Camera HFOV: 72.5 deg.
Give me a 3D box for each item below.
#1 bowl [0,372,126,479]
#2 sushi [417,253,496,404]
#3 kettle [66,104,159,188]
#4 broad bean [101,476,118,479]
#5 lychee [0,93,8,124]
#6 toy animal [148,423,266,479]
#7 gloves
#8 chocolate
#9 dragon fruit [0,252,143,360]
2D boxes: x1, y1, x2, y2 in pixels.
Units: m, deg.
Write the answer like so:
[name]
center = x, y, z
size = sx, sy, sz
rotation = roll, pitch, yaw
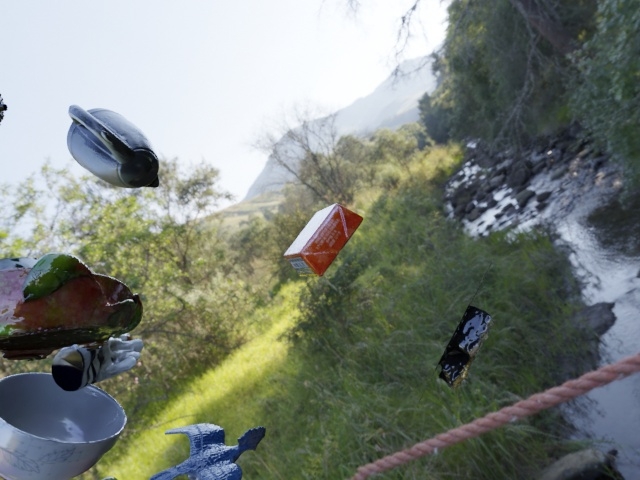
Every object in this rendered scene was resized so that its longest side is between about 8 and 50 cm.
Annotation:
[bowl]
center = -0.598, 0.424, 0.961
size = 0.287, 0.287, 0.143
rotation = 168, 127, -88
[sushi]
center = 0.202, 0.141, 0.603
size = 0.192, 0.040, 0.210
rotation = -48, -25, -33
[kettle]
center = -0.684, -0.313, 1.441
size = 0.228, 0.324, 0.321
rotation = -48, -33, -15
[broad bean]
center = -0.526, 0.616, 1.070
size = 0.083, 0.063, 0.045
rotation = -57, 32, 6
[lychee]
center = -1.007, -0.379, 1.241
size = 0.239, 0.200, 0.200
rotation = 4, 9, 8
[toy animal]
center = -0.255, 0.498, 0.997
size = 0.256, 0.239, 0.176
rotation = 10, -76, -39
[gloves]
center = -0.549, 0.282, 1.084
size = 0.131, 0.140, 0.219
rotation = -28, 0, 3
[chocolate]
center = 0.000, 0.000, 1.417
size = 0.234, 0.108, 0.237
rotation = -54, 13, -13
[dragon fruit]
center = -0.431, 0.109, 0.679
size = 0.269, 0.130, 0.295
rotation = -20, -16, 32
